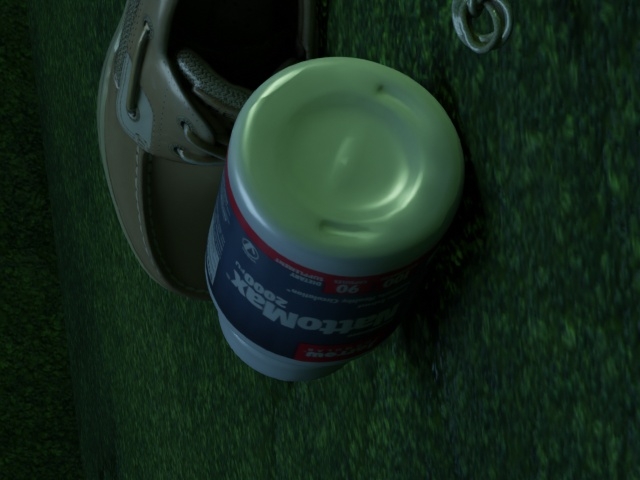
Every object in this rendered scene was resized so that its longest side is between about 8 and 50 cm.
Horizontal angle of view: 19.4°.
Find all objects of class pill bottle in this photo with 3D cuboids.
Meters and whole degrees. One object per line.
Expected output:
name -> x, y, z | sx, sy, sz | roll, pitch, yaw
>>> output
pill bottle -> 0.000, 0.000, 0.905 | 0.180, 0.108, 0.108 | 109, 151, -64

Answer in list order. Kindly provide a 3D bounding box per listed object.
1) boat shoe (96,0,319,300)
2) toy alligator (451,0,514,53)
boat shoe -> -0.062, -0.094, 1.081 | 0.110, 0.121, 0.341 | -115, 22, -53
toy alligator -> 0.053, -0.158, 0.725 | 0.051, 0.056, 0.190 | 8, -112, -60
